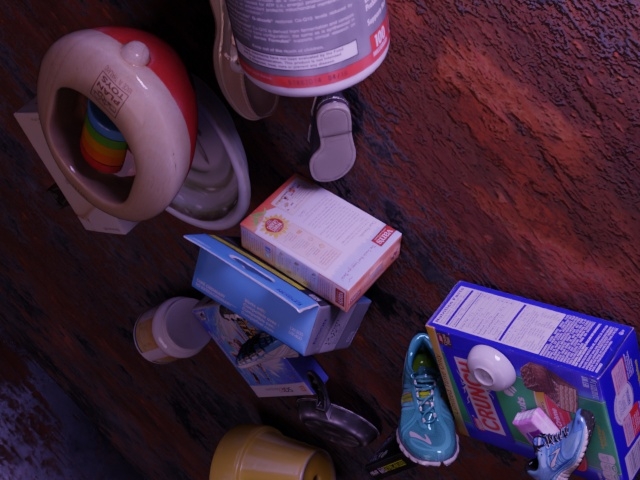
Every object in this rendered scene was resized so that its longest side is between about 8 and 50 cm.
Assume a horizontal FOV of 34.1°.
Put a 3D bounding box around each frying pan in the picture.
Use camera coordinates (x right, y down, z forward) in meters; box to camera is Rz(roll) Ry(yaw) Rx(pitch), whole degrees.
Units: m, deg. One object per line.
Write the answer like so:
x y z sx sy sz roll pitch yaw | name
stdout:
0.040 0.377 2.231 0.197 0.053 0.326 22 157 3 | frying pan

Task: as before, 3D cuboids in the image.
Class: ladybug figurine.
-0.320 -0.202 1.717 0.305 0.162 0.449 46 150 0 | ladybug figurine

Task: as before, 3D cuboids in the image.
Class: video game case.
-0.139 0.230 2.323 0.270 0.061 0.244 53 148 -14 | video game case

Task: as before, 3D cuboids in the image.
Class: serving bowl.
0.257 0.201 1.599 0.083 0.027 0.083 30 143 25 | serving bowl

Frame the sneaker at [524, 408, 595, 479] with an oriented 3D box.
0.349 0.307 1.542 0.073 0.063 0.162 28 125 10 | sneaker

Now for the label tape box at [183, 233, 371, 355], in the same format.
-0.086 0.095 1.841 0.249 0.115 0.347 30 -170 19 | label tape box

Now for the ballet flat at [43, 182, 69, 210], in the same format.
-0.567 -0.121 2.433 0.249 0.058 0.084 -15 111 51 | ballet flat

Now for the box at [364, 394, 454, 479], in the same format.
0.183 0.356 1.954 0.045 0.191 0.184 43 151 1 | box

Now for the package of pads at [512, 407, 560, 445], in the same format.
0.340 0.296 1.604 0.083 0.032 0.050 48 148 -8 | package of pads

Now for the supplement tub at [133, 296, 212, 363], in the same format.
-0.345 0.211 2.466 0.144 0.144 0.199 51 149 -10 | supplement tub

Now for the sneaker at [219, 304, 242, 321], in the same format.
-0.124 0.093 2.104 0.234 0.078 0.106 -19 94 40 | sneaker

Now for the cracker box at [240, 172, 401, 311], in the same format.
0.000 0.000 1.776 0.232 0.155 0.067 31 146 23 | cracker box

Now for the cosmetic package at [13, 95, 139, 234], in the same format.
-0.494 -0.170 2.212 0.160 0.113 0.310 5 131 44 | cosmetic package

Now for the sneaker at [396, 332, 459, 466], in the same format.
0.180 0.277 1.822 0.107 0.275 0.110 -4 128 0 | sneaker

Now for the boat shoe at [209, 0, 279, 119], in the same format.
-0.096 -0.303 1.579 0.098 0.109 0.302 26 139 32 | boat shoe

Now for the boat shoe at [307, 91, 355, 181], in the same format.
0.016 -0.170 1.668 0.206 0.075 0.065 93 168 -59 | boat shoe

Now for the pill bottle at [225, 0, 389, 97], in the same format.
-0.032 -0.379 1.301 0.210 0.210 0.363 24 144 31 | pill bottle

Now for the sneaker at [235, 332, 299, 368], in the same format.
-0.089 0.226 2.176 0.190 0.071 0.083 -30 122 18 | sneaker

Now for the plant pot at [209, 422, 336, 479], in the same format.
-0.103 0.582 2.551 0.238 0.254 0.254 -2 128 31 | plant pot

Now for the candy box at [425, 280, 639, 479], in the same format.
0.348 0.229 1.666 0.317 0.122 0.268 15 139 42 | candy box

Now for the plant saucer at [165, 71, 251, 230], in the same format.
-0.260 -0.203 1.903 0.400 0.100 0.401 30 146 23 | plant saucer
